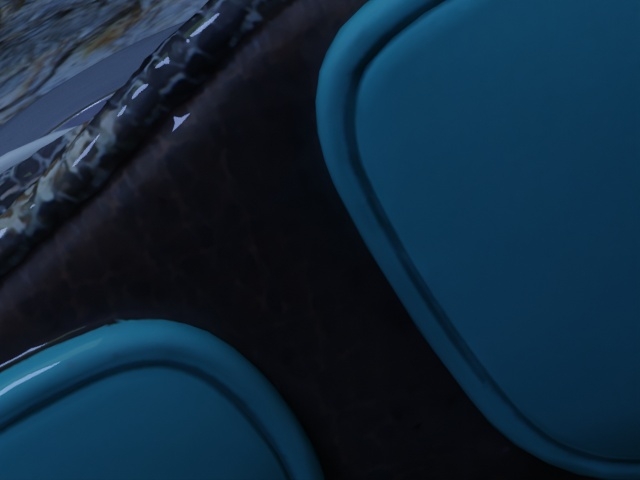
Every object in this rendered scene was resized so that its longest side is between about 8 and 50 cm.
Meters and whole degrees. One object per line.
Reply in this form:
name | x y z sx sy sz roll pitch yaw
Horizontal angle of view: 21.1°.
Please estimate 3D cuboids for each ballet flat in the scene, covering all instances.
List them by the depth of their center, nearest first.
ballet flat | 0.000 0.000 0.391 0.483 0.164 0.182 -28 30 8

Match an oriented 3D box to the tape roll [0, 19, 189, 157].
tape roll | -0.075 -0.012 0.725 0.219 0.072 0.219 -25 25 13
